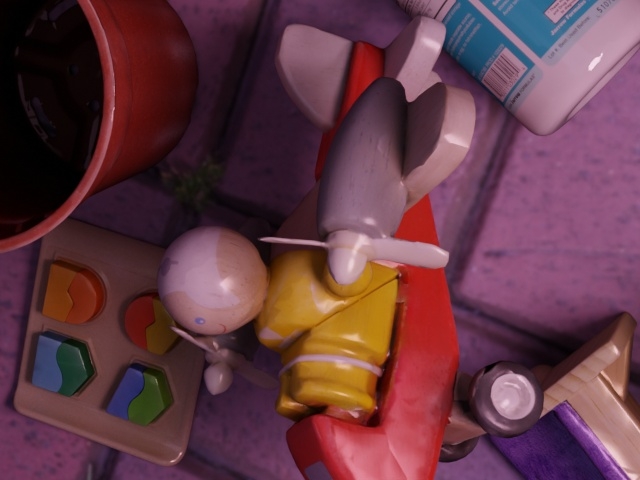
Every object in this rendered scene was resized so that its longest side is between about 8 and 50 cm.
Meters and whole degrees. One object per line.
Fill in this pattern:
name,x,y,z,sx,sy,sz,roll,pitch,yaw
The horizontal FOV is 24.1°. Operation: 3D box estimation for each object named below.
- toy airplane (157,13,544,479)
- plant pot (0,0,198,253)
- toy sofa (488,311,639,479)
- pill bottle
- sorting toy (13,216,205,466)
toy airplane,0.000,0.000,1.204,0.272,0.384,0.386,-4,119,-21
plant pot,-0.249,-0.139,1.329,0.272,0.265,0.272,3,98,18
toy sofa,0.295,0.256,1.273,0.177,0.150,0.362,-39,85,18
pill bottle,0.142,-0.224,1.250,0.264,0.146,0.146,45,109,7
sorting toy,-0.205,0.100,1.471,0.193,0.038,0.208,18,103,15
